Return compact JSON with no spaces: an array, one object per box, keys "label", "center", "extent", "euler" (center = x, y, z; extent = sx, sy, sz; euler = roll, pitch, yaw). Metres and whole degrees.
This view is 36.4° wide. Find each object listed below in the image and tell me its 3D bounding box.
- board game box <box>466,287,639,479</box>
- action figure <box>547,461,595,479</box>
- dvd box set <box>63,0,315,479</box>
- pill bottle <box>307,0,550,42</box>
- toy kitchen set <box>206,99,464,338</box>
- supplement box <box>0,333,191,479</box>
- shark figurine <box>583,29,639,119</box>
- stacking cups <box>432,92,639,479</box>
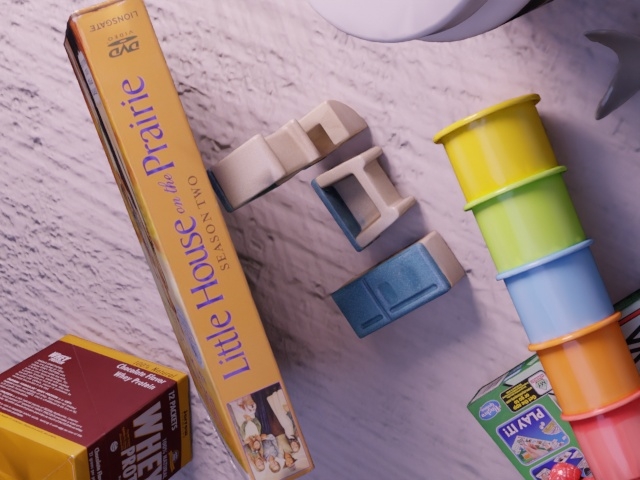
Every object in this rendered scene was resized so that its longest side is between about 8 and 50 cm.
[{"label":"board game box","center":[0.307,0.148,0.830],"extent":[0.213,0.046,0.317],"euler":[51,127,4]},{"label":"action figure","center":[0.298,0.296,0.811],"extent":[0.280,0.091,0.139],"euler":[34,116,15]},{"label":"dvd box set","center":[-0.136,-0.005,0.918],"extent":[0.307,0.062,0.421],"euler":[-155,45,-72]},{"label":"pill bottle","center":[0.100,-0.222,0.649],"extent":[0.161,0.283,0.161],"euler":[13,116,27]},{"label":"toy kitchen set","center":[0.000,0.000,0.880],"extent":[0.122,0.166,0.207],"euler":[-33,91,36]},{"label":"supplement box","center":[-0.285,0.226,1.136],"extent":[0.191,0.194,0.129],"euler":[14,117,27]},{"label":"shark figurine","center":[0.320,-0.066,0.677],"extent":[0.166,0.116,0.278],"euler":[-34,76,9]},{"label":"stacking cups","center":[0.192,0.044,0.795],"extent":[0.096,0.096,0.316],"euler":[-22,88,36]}]
